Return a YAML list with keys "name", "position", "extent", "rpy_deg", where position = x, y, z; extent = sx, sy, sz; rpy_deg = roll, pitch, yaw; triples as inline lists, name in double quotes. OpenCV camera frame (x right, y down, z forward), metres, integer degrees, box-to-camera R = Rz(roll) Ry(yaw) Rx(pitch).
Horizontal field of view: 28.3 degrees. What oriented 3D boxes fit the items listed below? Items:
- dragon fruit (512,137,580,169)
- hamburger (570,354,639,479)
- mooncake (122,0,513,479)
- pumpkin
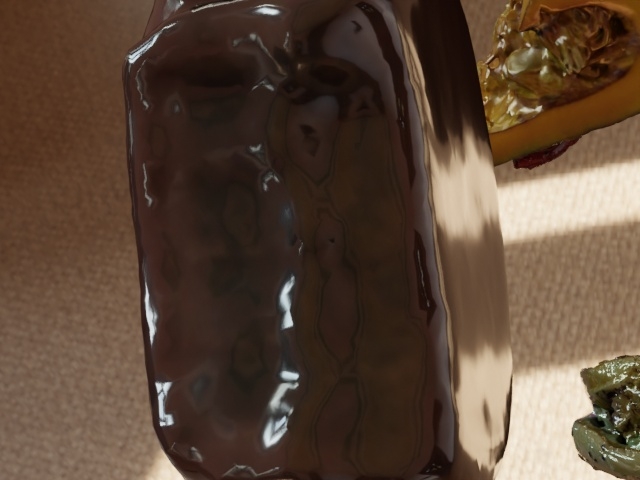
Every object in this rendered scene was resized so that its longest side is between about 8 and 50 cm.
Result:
- name: "dragon fruit"
  position: [0.276, -0.173, 1.535]
  extent: [0.106, 0.162, 0.083]
  rpy_deg: [-5, 14, 9]
- name: "hamburger"
  position: [0.519, 0.261, 1.816]
  extent: [0.318, 0.277, 0.195]
  rpy_deg: [7, 89, 16]
- name: "mooncake"
  position: [0.000, 0.000, 0.684]
  extent: [0.174, 0.325, 0.334]
  rpy_deg: [-4, 32, 16]
- name: "pumpkin"
  position: [0.192, -0.189, 1.073]
  extent: [0.281, 0.190, 0.139]
  rpy_deg: [-18, 25, 20]
